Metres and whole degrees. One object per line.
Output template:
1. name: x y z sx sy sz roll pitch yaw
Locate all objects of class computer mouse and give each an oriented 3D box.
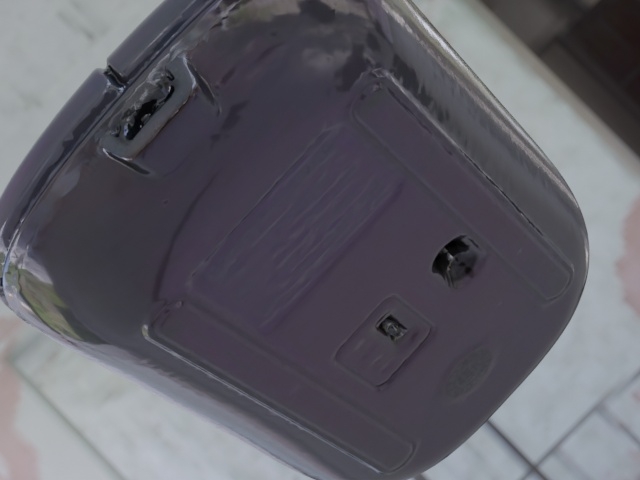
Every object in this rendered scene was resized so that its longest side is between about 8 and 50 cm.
1. computer mouse: -0.001 -0.001 0.510 0.120 0.057 0.232 -49 -31 3
